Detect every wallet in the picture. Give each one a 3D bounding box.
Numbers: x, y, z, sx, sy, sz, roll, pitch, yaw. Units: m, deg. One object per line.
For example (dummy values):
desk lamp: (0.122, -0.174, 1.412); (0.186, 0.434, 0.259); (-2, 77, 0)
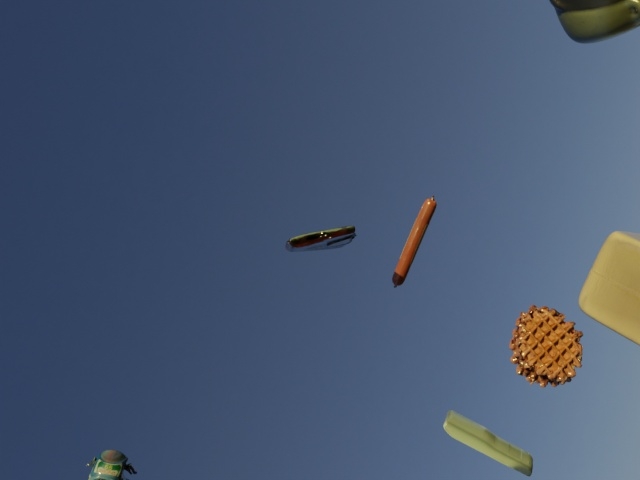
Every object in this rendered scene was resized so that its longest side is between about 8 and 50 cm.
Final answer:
wallet: (0.000, 0.000, 1.499); (0.255, 0.137, 0.031); (138, 124, -85)

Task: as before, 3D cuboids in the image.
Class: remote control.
remote control: (0.285, 0.340, 1.275); (0.029, 0.162, 0.061); (-67, -10, 18)

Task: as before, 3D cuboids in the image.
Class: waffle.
waffle: (0.227, 0.108, 0.759); (0.029, 0.075, 0.083); (122, 161, -63)

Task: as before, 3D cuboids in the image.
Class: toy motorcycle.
toy motorcycle: (-0.359, 0.436, 1.280); (0.254, 0.092, 0.136); (100, 180, -63)

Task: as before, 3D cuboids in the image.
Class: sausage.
sausage: (0.197, 0.005, 1.586); (0.029, 0.029, 0.223); (-12, -52, -53)

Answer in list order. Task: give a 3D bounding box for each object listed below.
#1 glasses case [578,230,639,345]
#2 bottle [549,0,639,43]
glasses case: (0.366, 0.095, 0.549); (0.144, 0.336, 0.076); (5, -69, -42)
bottle: (0.277, -0.369, 0.759); (0.168, 0.168, 0.347); (-48, -54, -37)
